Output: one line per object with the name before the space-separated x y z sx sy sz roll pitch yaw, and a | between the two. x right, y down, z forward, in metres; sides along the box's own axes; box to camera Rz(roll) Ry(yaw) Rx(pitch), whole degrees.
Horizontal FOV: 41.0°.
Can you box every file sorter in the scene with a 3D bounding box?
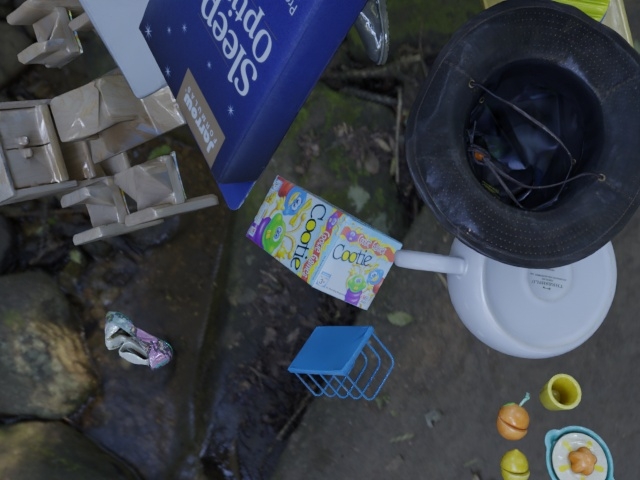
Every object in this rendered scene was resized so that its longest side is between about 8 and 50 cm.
file sorter | 0.045 0.249 1.724 0.170 0.104 0.118 -8 39 50

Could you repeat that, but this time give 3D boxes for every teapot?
teapot | 0.276 0.045 1.228 0.252 0.187 0.256 -40 103 -13

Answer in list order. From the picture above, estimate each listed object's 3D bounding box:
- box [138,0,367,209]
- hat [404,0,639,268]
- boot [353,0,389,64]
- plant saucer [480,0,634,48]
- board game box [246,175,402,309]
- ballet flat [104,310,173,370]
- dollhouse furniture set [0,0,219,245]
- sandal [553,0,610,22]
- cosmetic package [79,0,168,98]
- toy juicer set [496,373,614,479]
box | -0.047 -0.132 0.496 0.036 0.225 0.136 -10 59 -37
hat | 0.255 -0.122 1.067 0.331 0.134 0.331 1 82 -4
boot | 0.007 -0.383 1.456 0.208 0.076 0.189 -10 102 -8
plant saucer | 0.455 -0.463 1.722 0.333 0.332 0.081 -25 16 -20
board game box | 0.000 0.000 1.630 0.275 0.144 0.142 33 96 54
ballet flat | -0.423 0.223 1.890 0.221 0.077 0.079 25 44 32
dollhouse furniture set | -0.334 -0.191 1.363 0.394 0.256 0.362 -15 92 39
sandal | 0.503 -0.487 1.599 0.126 0.138 0.317 30 98 17
cosmetic package | -0.182 -0.371 0.880 0.230 0.161 0.453 -27 52 -4
toy juicer set | 0.449 0.428 1.591 0.209 0.089 0.329 -17 72 -19
